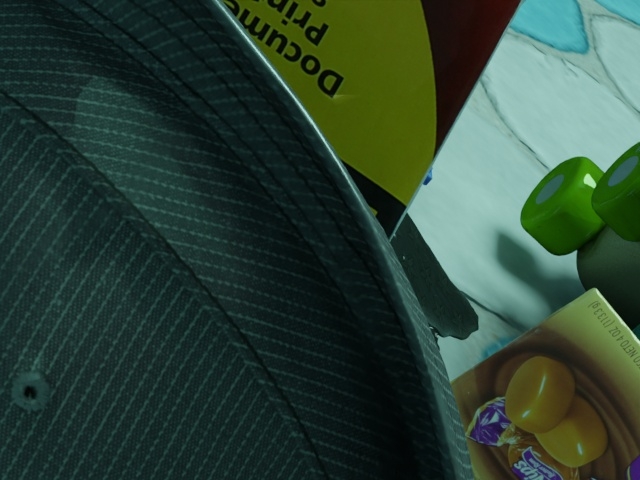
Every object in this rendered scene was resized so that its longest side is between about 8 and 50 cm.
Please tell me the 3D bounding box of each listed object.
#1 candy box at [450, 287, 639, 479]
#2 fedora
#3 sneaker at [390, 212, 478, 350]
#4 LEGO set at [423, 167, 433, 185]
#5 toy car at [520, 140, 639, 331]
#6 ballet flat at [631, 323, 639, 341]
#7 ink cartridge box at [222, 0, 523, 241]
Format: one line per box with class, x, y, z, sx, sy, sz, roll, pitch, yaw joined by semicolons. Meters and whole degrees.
candy box;0.118;0.123;0.740;0.186;0.109;0.053;53;-13;24
fedora;-0.093;0.045;0.466;0.124;0.244;0.275;-44;113;-40
sneaker;0.002;-0.001;0.842;0.170;0.051;0.089;48;29;-13
LEGO set;0.024;-0.086;0.965;0.087;0.093;0.227;33;26;-18
toy car;0.231;-0.033;1.028;0.155;0.188;0.149;42;-19;-14
ballet flat;0.156;0.109;0.883;0.077;0.077;0.231;60;25;-12
ink cartridge box;-0.104;-0.109;0.598;0.309;0.272;0.130;33;-15;-16
